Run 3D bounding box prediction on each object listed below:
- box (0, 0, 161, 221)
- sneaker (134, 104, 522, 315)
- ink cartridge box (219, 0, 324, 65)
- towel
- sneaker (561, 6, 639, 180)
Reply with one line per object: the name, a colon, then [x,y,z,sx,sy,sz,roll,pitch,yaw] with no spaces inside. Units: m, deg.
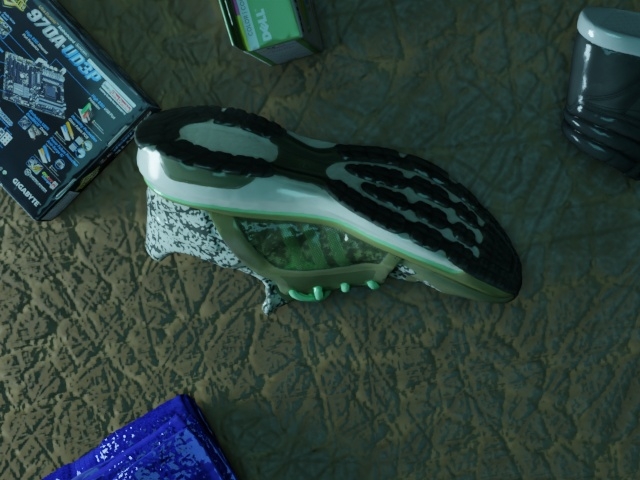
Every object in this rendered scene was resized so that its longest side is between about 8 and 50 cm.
box: [-0.306,-0.156,1.580,0.175,0.051,0.220,-45,85,7]
sneaker: [0.000,0.000,1.523,0.410,0.158,0.182,19,125,6]
ink cartridge box: [-0.051,-0.237,1.462,0.062,0.209,0.109,-15,89,9]
towel: [-0.213,0.330,1.567,0.308,0.076,0.227,-31,86,8]
sneaker: [0.369,-0.125,1.469,0.296,0.104,0.146,12,121,-9]
